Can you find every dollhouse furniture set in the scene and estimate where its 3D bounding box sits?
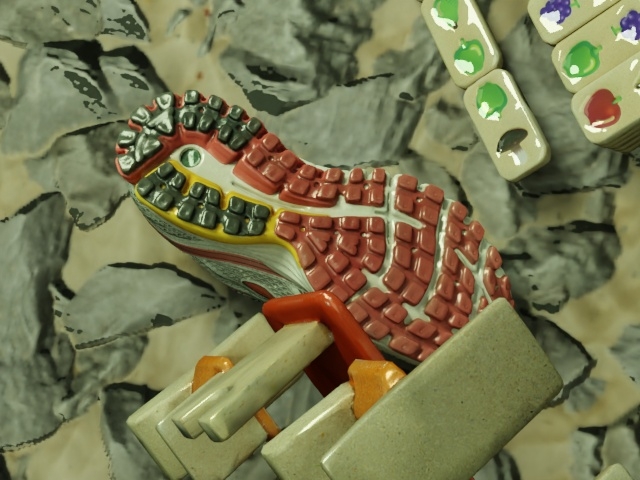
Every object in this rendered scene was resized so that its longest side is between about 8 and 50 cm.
[{"bbox_3d":[0.062,0.128,0.598,0.135,0.262,0.259,-39,100,-20],"label":"dollhouse furniture set"}]

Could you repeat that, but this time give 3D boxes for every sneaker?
[{"bbox_3d":[0.000,0.000,0.718,0.225,0.093,0.088,31,71,5],"label":"sneaker"}]

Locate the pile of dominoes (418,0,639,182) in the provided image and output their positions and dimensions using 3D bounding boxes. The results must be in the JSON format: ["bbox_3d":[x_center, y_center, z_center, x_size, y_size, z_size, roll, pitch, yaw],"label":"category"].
[{"bbox_3d":[0.121,-0.169,0.685,0.196,0.040,0.251,-34,68,26],"label":"pile of dominoes"}]
